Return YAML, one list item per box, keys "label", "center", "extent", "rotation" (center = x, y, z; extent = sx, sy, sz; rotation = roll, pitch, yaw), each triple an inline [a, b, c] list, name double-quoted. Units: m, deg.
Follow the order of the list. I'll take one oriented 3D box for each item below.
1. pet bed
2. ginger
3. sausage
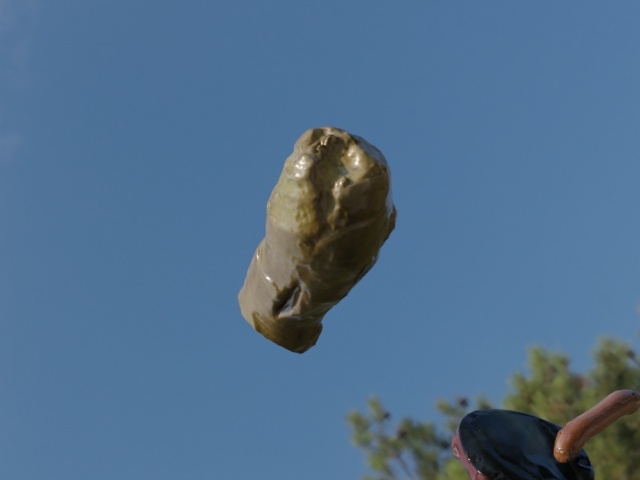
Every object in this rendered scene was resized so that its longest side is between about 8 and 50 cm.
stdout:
- label: "pet bed"
  center: [0.277, 0.298, 1.802]
  extent: [0.201, 0.201, 0.053]
  rotation: [-5, -54, -33]
- label: "ginger"
  center: [0.000, 0.000, 1.260]
  extent: [0.116, 0.109, 0.263]
  rotation: [-32, -23, -38]
- label: "sausage"
  center: [0.377, 0.248, 1.830]
  extent: [0.186, 0.043, 0.043]
  rotation: [-25, -45, -40]
